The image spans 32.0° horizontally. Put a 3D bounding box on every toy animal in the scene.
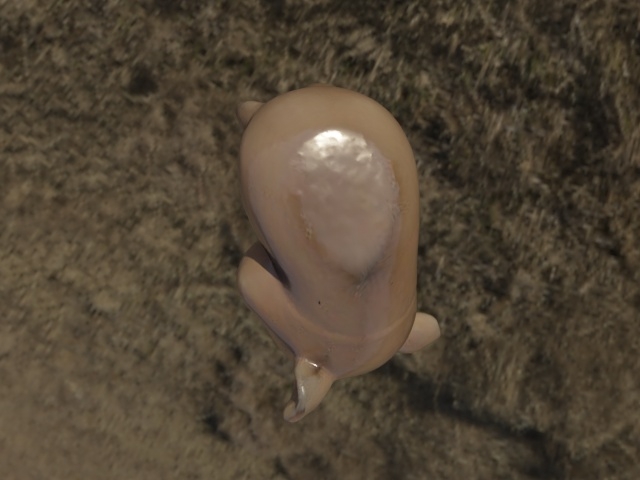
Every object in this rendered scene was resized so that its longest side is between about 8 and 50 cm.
[{"bbox_3d":[0.012,-0.001,0.895,0.154,0.166,0.250,-138,35,-59],"label":"toy animal"}]
